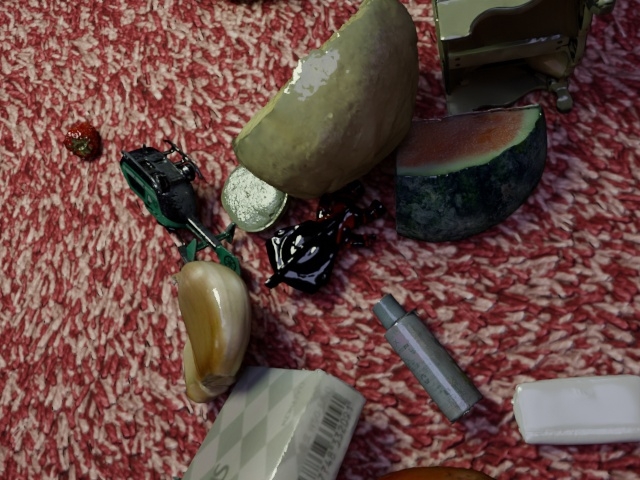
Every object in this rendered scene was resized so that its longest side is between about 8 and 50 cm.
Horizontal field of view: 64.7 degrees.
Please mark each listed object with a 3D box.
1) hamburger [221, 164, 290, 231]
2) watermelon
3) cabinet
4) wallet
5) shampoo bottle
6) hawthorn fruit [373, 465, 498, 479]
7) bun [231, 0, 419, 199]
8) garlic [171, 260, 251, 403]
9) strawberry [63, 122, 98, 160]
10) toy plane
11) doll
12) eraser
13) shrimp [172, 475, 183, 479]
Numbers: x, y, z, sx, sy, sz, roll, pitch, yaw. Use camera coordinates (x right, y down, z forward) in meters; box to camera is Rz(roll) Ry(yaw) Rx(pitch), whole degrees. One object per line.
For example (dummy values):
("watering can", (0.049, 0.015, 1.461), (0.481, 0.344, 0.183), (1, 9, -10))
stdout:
("hamburger", (-0.120, -0.083, 0.955), (0.133, 0.062, 0.140), (-44, 70, 4))
("watermelon", (0.233, -0.142, 0.837), (0.318, 0.148, 0.226), (-38, 61, 1))
("cabinet", (0.295, -0.395, 0.806), (0.227, 0.290, 0.318), (-7, 74, 13))
("wallet", (0.379, 0.246, 0.735), (0.190, 0.033, 0.095), (-6, 71, 14))
("shampoo bottle", (0.162, 0.178, 0.798), (0.072, 0.072, 0.214), (-39, 68, 2))
("hawthorn fruit", (0.111, 0.410, 0.644), (0.300, 0.254, 0.254), (10, 77, 9))
("bun", (0.030, -0.208, 0.825), (0.202, 0.364, 0.364), (41, 88, -14))
("garlic", (-0.176, 0.137, 0.860), (0.110, 0.217, 0.228), (-5, 61, -32))
("strawberry", (-0.521, -0.222, 1.107), (0.073, 0.073, 0.083), (-19, 46, 10))
("toy plane", (-0.272, -0.064, 0.957), (0.382, 0.155, 0.106), (41, 46, 19))
("doll", (0.002, 0.002, 0.889), (0.248, 0.088, 0.127), (-46, 47, -10))
("eraser", (-0.104, 0.365, 0.698), (0.213, 0.082, 0.397), (-8, 40, 39))
("shrimp", (-0.223, 0.497, 0.775), (0.410, 0.166, 0.221), (22, 53, 7))
